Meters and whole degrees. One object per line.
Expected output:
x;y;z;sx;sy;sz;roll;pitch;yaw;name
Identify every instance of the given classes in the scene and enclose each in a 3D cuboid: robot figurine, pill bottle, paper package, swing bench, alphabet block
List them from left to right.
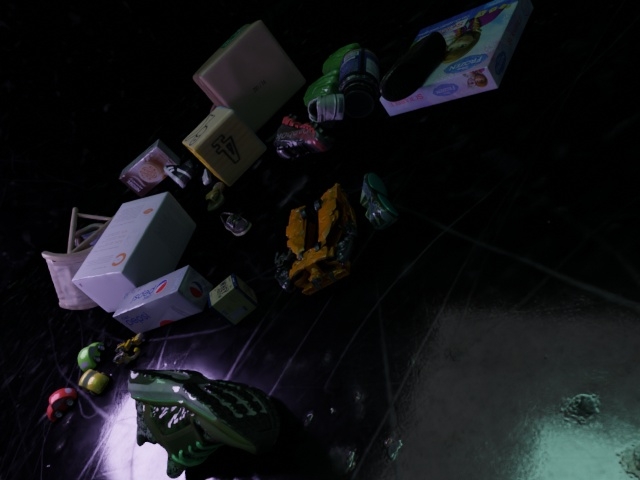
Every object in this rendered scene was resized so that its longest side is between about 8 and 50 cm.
-0.790;0.068;1.710;0.165;0.253;0.254;7;42;-3;swing bench
-0.345;-0.341;1.791;0.197;0.193;0.192;-46;30;-5;alphabet block
-0.278;-0.626;1.943;0.325;0.309;0.168;-46;32;-7;paper package
0.000;0.000;1.101;0.211;0.085;0.291;-29;33;22;robot figurine
0.115;-0.467;1.485;0.123;0.123;0.219;-23;42;30;pill bottle

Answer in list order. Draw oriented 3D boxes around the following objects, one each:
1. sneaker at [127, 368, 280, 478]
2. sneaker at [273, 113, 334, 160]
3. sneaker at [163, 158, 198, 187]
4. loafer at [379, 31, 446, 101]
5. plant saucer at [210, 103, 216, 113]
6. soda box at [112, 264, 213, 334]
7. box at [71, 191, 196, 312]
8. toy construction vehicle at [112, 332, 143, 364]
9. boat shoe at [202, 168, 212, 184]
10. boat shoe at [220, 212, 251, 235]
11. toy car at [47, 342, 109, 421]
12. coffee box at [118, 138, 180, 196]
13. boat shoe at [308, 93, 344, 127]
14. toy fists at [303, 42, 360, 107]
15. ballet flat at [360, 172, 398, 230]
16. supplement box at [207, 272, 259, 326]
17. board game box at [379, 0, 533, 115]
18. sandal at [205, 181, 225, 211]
-0.226;0.354;0.930;0.410;0.158;0.182;-1;82;46;sneaker
-0.060;-0.295;1.511;0.135;0.098;0.276;-54;37;-2;sneaker
-0.582;-0.300;2.127;0.121;0.079;0.217;-44;40;-8;sneaker
0.224;-0.427;1.252;0.220;0.080;0.078;-45;22;-10;loafer
-0.356;-0.655;2.282;0.332;0.084;0.332;-28;35;22;plant saucer
-0.434;0.168;1.372;0.286;0.098;0.091;-21;37;31;soda box
-0.581;0.035;1.598;0.215;0.168;0.345;-10;43;26;box
-0.531;0.305;1.386;0.098;0.035;0.086;-32;22;13;toy construction vehicle
-0.444;-0.245;1.940;0.035;0.035;0.100;-34;39;10;boat shoe
-0.257;-0.052;1.481;0.152;0.049;0.056;12;61;53;boat shoe
-0.690;0.380;1.447;0.239;0.053;0.225;-32;33;18;toy car
-0.798;-0.336;2.342;0.246;0.141;0.098;-37;32;13;coffee box
0.006;-0.381;1.470;0.088;0.096;0.267;-1;13;-8;boat shoe
0.057;-0.554;1.692;0.142;0.096;0.279;-11;45;56;toy fists
0.117;-0.085;1.097;0.070;0.070;0.188;-34;29;15;ballet flat
-0.203;0.138;1.162;0.083;0.083;0.056;-39;33;4;supplement box
0.349;-0.484;1.303;0.319;0.066;0.318;-3;50;47;board game box
-0.369;-0.158;1.734;0.072;0.049;0.180;-33;33;17;sandal
